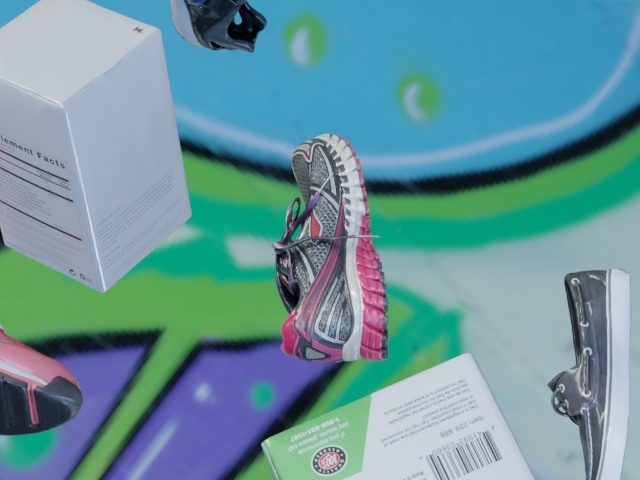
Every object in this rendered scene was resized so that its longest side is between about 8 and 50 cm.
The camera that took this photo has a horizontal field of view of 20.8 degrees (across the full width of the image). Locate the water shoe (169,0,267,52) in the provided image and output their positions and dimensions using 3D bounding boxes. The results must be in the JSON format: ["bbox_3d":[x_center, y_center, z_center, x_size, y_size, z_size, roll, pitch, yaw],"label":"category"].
[{"bbox_3d":[-0.091,-0.235,1.471,0.080,0.073,0.203,14,155,17],"label":"water shoe"}]

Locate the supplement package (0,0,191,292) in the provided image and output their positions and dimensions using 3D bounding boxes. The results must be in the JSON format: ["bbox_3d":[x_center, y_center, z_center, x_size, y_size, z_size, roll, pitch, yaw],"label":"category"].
[{"bbox_3d":[-0.291,-0.121,2.108,0.175,0.177,0.293,24,139,29],"label":"supplement package"}]

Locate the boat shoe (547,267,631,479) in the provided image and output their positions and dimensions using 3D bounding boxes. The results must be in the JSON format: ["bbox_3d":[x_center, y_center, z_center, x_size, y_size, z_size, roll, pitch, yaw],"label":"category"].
[{"bbox_3d":[0.252,0.133,1.644,0.076,0.228,0.080,3,163,7],"label":"boat shoe"}]

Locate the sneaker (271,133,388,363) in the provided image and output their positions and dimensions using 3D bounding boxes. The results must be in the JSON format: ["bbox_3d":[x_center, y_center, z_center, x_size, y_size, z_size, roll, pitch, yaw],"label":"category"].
[{"bbox_3d":[0.000,0.000,1.853,0.112,0.299,0.121,-5,135,-4],"label":"sneaker"}]

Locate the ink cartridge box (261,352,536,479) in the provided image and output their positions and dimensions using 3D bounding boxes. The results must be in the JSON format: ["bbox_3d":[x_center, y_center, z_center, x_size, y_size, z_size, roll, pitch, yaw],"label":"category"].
[{"bbox_3d":[0.101,0.279,1.558,0.121,0.211,0.289,83,163,-67],"label":"ink cartridge box"}]

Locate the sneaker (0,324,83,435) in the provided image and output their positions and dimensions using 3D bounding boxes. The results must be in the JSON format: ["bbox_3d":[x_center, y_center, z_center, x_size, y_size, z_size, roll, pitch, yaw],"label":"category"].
[{"bbox_3d":[-0.349,0.067,1.557,0.314,0.136,0.116,20,145,1],"label":"sneaker"}]
